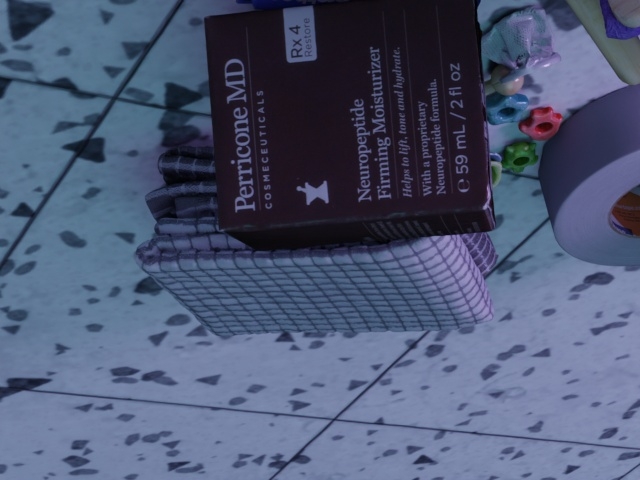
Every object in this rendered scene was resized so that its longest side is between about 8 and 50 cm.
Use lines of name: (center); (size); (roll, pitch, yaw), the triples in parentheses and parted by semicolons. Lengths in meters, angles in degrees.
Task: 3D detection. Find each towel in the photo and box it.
towel: (0.000, 0.000, 1.564); (0.284, 0.121, 0.235); (-3, 159, 16)

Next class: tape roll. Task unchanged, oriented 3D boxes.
tape roll: (0.319, -0.062, 1.645); (0.219, 0.072, 0.219); (-7, 149, -5)

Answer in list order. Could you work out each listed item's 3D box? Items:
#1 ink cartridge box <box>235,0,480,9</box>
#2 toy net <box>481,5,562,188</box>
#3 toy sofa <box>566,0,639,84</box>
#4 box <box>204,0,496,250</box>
ink cartridge box: (0.053, -0.255, 1.264); (0.186, 0.065, 0.311); (-1, 149, -15)
toy net: (0.172, -0.115, 1.537); (0.122, 0.045, 0.232); (-1, 147, -15)
toy sofa: (0.329, -0.253, 1.186); (0.363, 0.177, 0.150); (-33, 144, 12)
box: (0.029, -0.087, 1.345); (0.203, 0.168, 0.167); (-5, 175, 6)
